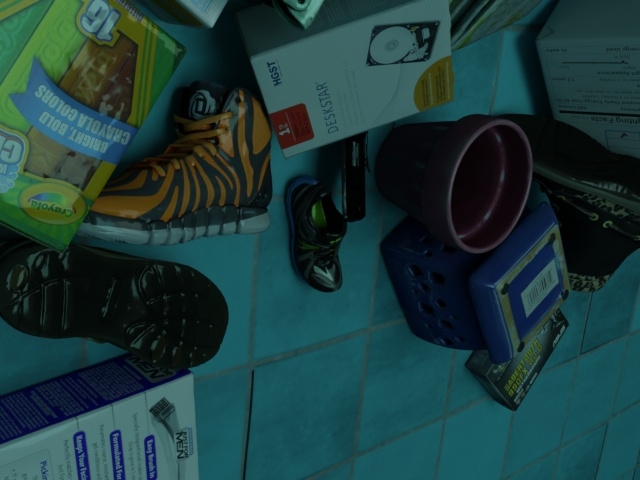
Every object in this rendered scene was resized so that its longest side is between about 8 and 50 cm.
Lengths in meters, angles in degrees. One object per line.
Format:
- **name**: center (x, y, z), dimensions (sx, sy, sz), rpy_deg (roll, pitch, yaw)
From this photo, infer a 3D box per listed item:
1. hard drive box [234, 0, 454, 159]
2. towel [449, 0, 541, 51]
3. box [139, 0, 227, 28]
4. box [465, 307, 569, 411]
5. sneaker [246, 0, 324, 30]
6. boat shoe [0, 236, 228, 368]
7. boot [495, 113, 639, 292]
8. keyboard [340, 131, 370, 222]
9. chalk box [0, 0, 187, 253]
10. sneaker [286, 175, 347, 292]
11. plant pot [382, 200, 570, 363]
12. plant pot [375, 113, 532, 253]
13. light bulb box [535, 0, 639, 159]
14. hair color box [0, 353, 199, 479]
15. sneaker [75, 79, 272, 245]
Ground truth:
- **hard drive box**: center (0.036, -0.219, 0.915), dimensions (0.232, 0.089, 0.181), rpy_deg (-19, 146, 1)
- **towel**: center (0.306, -0.414, 1.027), dimensions (0.320, 0.090, 0.374), rpy_deg (-43, 175, 40)
- **box**: center (-0.133, -0.344, 0.804), dimensions (0.114, 0.103, 0.203), rpy_deg (32, 83, -45)
- **box**: center (0.412, 0.214, 1.566), dimensions (0.231, 0.056, 0.183), rpy_deg (-54, 134, -13)
- **sneaker**: center (0.027, -0.287, 0.798), dimensions (0.255, 0.094, 0.151), rpy_deg (10, 98, -17)
- **boat shoe**: center (-0.239, 0.060, 0.859), dimensions (0.324, 0.119, 0.123), rpy_deg (30, 78, -50)
- **boot**: center (0.437, -0.057, 1.386), dimensions (0.284, 0.377, 0.138), rpy_deg (112, -4, -51)
- **keyboard**: center (0.038, -0.121, 1.081), dimensions (0.100, 0.038, 0.192), rpy_deg (1, 89, -64)
- **chalk box**: center (-0.297, -0.114, 0.690), dimensions (0.180, 0.179, 0.289), rpy_deg (34, 83, -44)
- **sneaker**: center (0.000, 0.000, 1.082), dimensions (0.067, 0.078, 0.188), rpy_deg (-30, 125, -31)
- **plant pot**: center (0.276, 0.051, 1.266), dimensions (0.236, 0.212, 0.236), rpy_deg (-41, 129, -23)
- **plant pot**: center (0.190, -0.099, 1.147), dimensions (0.201, 0.180, 0.202), rpy_deg (-17, 117, -37)
- **light bulb box**: center (0.613, -0.268, 1.329), dimensions (0.225, 0.357, 0.361), rpy_deg (-55, 136, -28)
- **hair color box**: center (-0.312, 0.269, 0.881), dimensions (0.338, 0.110, 0.185), rpy_deg (-15, 115, -37)
- **sneaker**: center (-0.168, -0.094, 0.861), dimensions (0.321, 0.124, 0.180), rpy_deg (-12, 109, -60)
